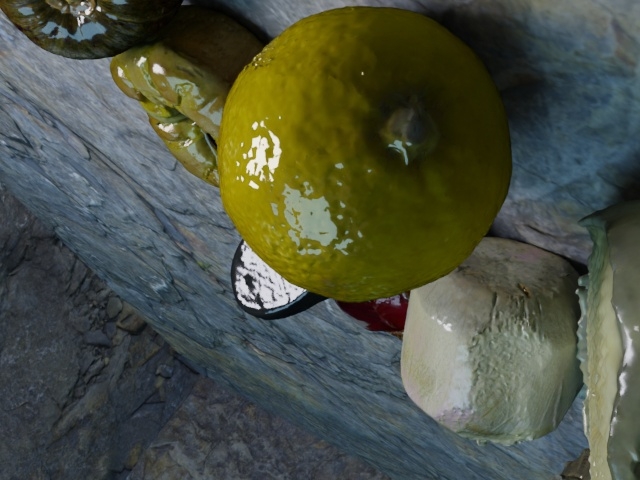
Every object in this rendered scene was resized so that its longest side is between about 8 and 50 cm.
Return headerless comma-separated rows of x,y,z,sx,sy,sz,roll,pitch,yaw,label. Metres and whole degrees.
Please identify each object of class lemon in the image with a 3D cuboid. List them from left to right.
0.039,-0.078,0.913,0.293,0.293,0.293,32,162,11,lemon

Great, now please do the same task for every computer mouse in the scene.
0.000,0.000,1.245,0.086,0.269,0.137,1,-125,-52,computer mouse

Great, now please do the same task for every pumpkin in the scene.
-0.254,-0.298,1.061,0.219,0.162,0.219,6,152,3,pumpkin

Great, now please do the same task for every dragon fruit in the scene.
0.113,0.051,1.333,0.261,0.189,0.163,44,-169,-36,dragon fruit

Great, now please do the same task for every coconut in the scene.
0.206,0.128,1.168,0.227,0.227,0.230,22,122,35,coconut

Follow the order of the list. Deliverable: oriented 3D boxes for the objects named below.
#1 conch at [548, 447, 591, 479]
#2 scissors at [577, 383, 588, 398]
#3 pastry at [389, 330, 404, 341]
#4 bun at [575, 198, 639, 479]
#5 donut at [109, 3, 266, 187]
0.464,0.398,1.560,0.291,0.159,0.210,-2,154,-9,conch
0.425,0.210,1.332,0.383,0.029,0.256,17,151,48,scissors
0.109,0.118,1.616,0.169,0.063,0.087,28,159,24,pastry
0.338,0.139,0.888,0.202,0.364,0.364,-2,153,9,bun
-0.116,-0.160,1.200,0.208,0.128,0.261,19,156,39,donut
